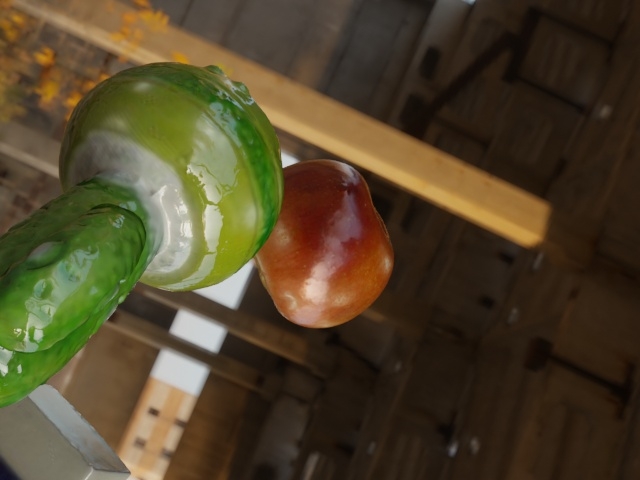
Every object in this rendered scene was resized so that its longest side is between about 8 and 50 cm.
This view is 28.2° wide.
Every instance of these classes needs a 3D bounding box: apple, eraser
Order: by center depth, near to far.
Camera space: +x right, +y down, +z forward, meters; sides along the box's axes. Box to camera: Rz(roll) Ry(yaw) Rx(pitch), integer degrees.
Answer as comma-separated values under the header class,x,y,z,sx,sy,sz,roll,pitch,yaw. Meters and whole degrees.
class,x,y,z,sx,sy,sz,roll,pitch,yaw
eraser,-0.298,0.263,1.099,0.279,0.124,0.081,-50,155,4
apple,0.000,0.000,1.254,0.139,0.163,0.163,-25,-176,-8

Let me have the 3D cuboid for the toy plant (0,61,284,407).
class,x,y,z,sx,sy,sz,roll,pitch,yaw
toy plant,-0.176,0.004,0.941,0.224,0.184,0.316,-23,-165,42
